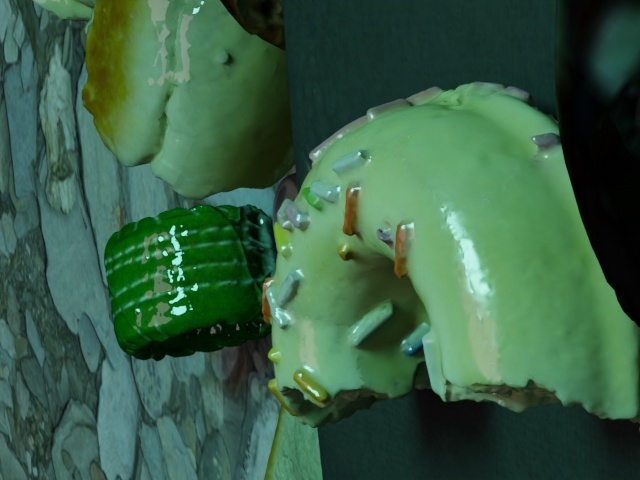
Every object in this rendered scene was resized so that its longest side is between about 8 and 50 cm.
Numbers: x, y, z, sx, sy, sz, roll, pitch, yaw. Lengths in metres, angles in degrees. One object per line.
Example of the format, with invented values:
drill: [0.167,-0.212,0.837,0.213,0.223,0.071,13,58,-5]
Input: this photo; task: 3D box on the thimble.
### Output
thimble: [-0.084,0.028,1.126,0.130,0.118,0.090,-17,77,35]

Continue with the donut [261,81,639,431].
donut: [0.034,0.007,0.515,0.166,0.065,0.108,-5,92,62]

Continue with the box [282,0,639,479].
box: [0.136,0.032,0.621,0.251,0.204,0.345,12,108,61]

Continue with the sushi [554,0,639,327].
sushi: [0.234,-0.008,0.332,0.294,0.299,0.281,47,123,42]

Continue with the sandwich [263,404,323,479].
sandwich: [0.047,0.135,0.940,0.226,0.087,0.251,51,138,48]

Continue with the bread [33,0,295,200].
bread: [-0.081,-0.190,1.002,0.314,0.171,0.192,53,138,41]

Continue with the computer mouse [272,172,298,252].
computer mouse: [0.002,0.000,1.038,0.096,0.039,0.066,-115,32,-42]

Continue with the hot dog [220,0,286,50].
hot dog: [-0.048,-0.292,0.756,0.196,0.367,0.365,-37,56,20]
